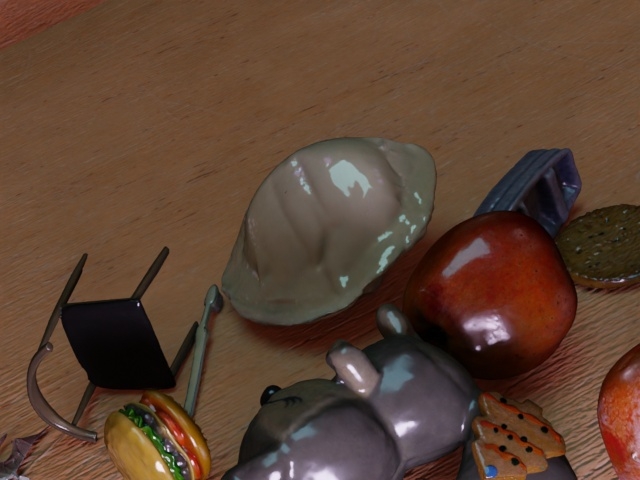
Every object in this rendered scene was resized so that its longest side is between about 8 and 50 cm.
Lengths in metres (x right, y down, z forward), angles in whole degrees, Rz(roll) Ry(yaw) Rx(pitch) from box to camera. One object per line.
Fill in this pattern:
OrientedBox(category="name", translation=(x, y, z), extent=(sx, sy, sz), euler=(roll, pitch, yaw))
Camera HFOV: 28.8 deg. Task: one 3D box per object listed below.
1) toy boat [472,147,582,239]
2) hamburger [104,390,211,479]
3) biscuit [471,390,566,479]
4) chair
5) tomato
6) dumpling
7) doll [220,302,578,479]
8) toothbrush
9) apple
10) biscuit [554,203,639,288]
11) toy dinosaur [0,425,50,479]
OrientedBox(category="toy boat", translation=(0.300, -0.026, 1.898), extent=(0.078, 0.127, 0.283), euler=(16, 52, 40))
OrientedBox(category="hamburger", translation=(-0.222, 0.284, 1.702), extent=(0.115, 0.162, 0.162), euler=(-35, 37, -24))
OrientedBox(category="biscuit", translation=(0.221, 0.232, 1.439), extent=(0.119, 0.019, 0.130), euler=(31, 50, 11))
OrientedBox(category="chair", translation=(-0.315, 0.157, 1.900), extent=(0.166, 0.188, 0.272), euler=(-5, 33, 22))
OrientedBox(category="tomato", translation=(0.434, 0.208, 1.446), extent=(0.232, 0.232, 0.188), euler=(-7, 7, 17))
OrientedBox(category="dumpling", translation=(0.000, 0.000, 1.932), extent=(0.395, 0.233, 0.315), euler=(-23, 35, 20))
OrientedBox(category="doll", translation=(0.073, 0.275, 1.498), extent=(0.382, 0.252, 0.379), euler=(-42, 40, -20))
OrientedBox(category="toothbrush", translation=(-0.187, 0.170, 1.949), extent=(0.026, 0.028, 0.294), euler=(-28, 29, 26))
OrientedBox(category="apple", translation=(0.233, 0.082, 1.699), extent=(0.234, 0.234, 0.234), euler=(-13, 35, 9))
OrientedBox(category="biscuit", translation=(0.444, 0.009, 1.867), extent=(0.188, 0.027, 0.188), euler=(-13, 33, 9))
OrientedBox(category="toy dinosaur", translation=(-0.479, 0.339, 1.857), extent=(0.220, 0.032, 0.108), euler=(-33, 32, -35))
